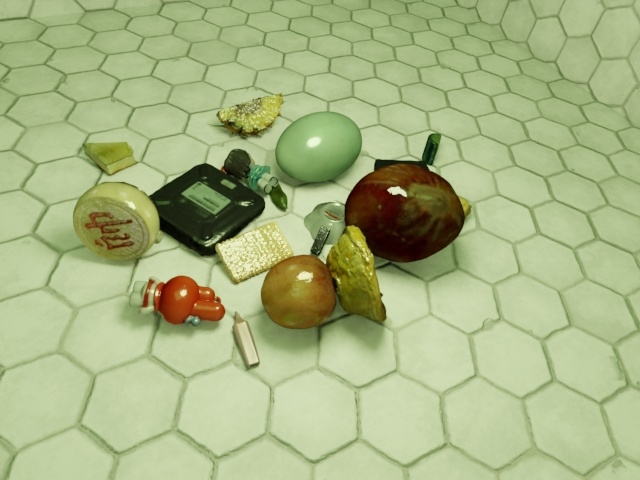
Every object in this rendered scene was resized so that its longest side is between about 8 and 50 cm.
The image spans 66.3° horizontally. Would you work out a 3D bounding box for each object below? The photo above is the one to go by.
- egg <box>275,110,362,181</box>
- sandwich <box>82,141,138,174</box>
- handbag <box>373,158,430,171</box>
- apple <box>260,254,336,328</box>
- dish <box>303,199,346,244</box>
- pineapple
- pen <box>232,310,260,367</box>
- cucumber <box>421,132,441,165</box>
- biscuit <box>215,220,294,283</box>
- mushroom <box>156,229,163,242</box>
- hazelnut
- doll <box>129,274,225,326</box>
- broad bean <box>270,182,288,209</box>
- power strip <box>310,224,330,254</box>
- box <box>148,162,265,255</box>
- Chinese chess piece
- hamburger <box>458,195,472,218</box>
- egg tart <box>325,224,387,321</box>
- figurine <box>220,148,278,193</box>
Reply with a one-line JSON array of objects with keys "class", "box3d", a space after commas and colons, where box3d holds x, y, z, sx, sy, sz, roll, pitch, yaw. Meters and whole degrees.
[{"class": "egg", "box3d": [-0.003, -0.380, 1.995, 0.389, 0.276, 0.276, -25, 57, -25]}, {"class": "sandwich", "box3d": [-0.844, -0.358, 1.999, 0.193, 0.058, 0.162, 37, 52, 24]}, {"class": "handbag", "box3d": [0.353, -0.248, 2.029, 0.244, 0.088, 0.275, -1, 35, -6]}, {"class": "apple", "box3d": [-0.073, 0.160, 1.540, 0.253, 0.253, 0.253, 4, 48, -5]}, {"class": "dish", "box3d": [0.053, -0.087, 1.877, 0.229, 0.081, 0.229, 4, 49, -5]}, {"class": "pineapple", "box3d": [-0.315, -0.531, 2.200, 0.334, 0.158, 0.161, -24, 95, -21]}, {"class": "pen", "box3d": [-0.237, 0.301, 1.524, 0.053, 0.032, 0.197, -13, 55, -18]}, {"class": "cucumber", "box3d": [0.503, -0.419, 2.224, 0.062, 0.115, 0.116, 19, 41, 9]}, {"class": "biscuit", "box3d": [-0.230, 0.039, 1.731, 0.250, 0.030, 0.160, -26, 78, -27]}, {"class": "mushroom", "box3d": [-0.647, -0.058, 1.767, 0.202, 0.054, 0.059, 35, 58, 14]}, {"class": "hazelnut", "box3d": [0.294, -0.098, 1.722, 0.421, 0.421, 0.352, 19, 89, 9]}, {"class": "doll", "box3d": [-0.439, 0.186, 1.531, 0.290, 0.130, 0.161, 10, 48, -8]}, {"class": "broad bean", "box3d": [-0.190, -0.207, 1.969, 0.065, 0.046, 0.254, -27, 56, -20]}, {"class": "power strip", "box3d": [0.000, 0.000, 1.796, 0.038, 0.029, 0.111, 23, 79, 11]}, {"class": "box", "box3d": [-0.433, -0.130, 1.835, 0.359, 0.091, 0.350, 31, 52, 16]}, {"class": "Chinese chess piece", "box3d": [-0.670, -0.062, 1.620, 0.270, 0.270, 0.112, 8, 33, -1]}, {"class": "hamburger", "box3d": [0.529, -0.129, 1.986, 0.147, 0.083, 0.138, 32, 56, 21]}, {"class": "egg tart", "box3d": [0.108, 0.111, 1.576, 0.153, 0.339, 0.351, -20, 61, -2]}, {"class": "figurine", "box3d": [-0.288, -0.270, 1.953, 0.245, 0.110, 0.138, 35, 85, 24]}]
